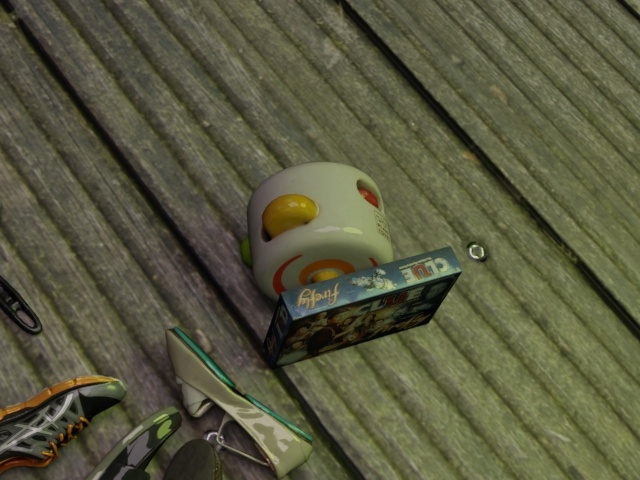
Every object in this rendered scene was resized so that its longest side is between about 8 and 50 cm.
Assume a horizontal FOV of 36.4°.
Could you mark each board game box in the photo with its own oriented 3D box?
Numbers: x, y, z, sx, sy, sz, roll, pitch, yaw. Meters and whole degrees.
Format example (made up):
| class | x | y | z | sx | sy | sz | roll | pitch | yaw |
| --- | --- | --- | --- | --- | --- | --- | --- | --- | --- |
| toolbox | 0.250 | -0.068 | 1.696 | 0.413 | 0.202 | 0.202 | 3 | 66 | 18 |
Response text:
| class | x | y | z | sx | sy | sz | roll | pitch | yaw |
| --- | --- | --- | --- | --- | --- | --- | --- | --- | --- |
| board game box | 0.053 | 0.091 | 1.299 | 0.243 | 0.165 | 0.042 | -15 | 64 | -19 |

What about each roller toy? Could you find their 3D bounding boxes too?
| class | x | y | z | sx | sy | sz | roll | pitch | yaw |
| --- | --- | --- | --- | --- | --- | --- | --- | --- | --- |
| roller toy | 0.000 | 0.000 | 1.315 | 0.191 | 0.209 | 0.146 | 2 | 54 | -16 |

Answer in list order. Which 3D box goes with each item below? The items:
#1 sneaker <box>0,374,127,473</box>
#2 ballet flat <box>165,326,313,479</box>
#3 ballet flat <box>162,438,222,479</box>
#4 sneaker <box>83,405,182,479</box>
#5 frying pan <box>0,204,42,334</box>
| class | x | y | z | sx | sy | sz | roll | pitch | yaw |
| --- | --- | --- | --- | --- | --- | --- | --- | --- | --- |
| sneaker | -0.335 | 0.231 | 1.188 | 0.215 | 0.084 | 0.083 | -23 | 69 | -13 |
| ballet flat | -0.123 | 0.213 | 1.246 | 0.248 | 0.086 | 0.086 | 38 | 60 | 10 |
| ballet flat | -0.150 | 0.361 | 1.166 | 0.084 | 0.058 | 0.249 | -19 | 52 | 22 |
| sneaker | -0.222 | 0.311 | 1.169 | 0.118 | 0.083 | 0.222 | 41 | 69 | 7 |
| frying pan | -0.514 | 0.005 | 1.299 | 0.197 | 0.053 | 0.326 | -17 | 62 | -20 |
